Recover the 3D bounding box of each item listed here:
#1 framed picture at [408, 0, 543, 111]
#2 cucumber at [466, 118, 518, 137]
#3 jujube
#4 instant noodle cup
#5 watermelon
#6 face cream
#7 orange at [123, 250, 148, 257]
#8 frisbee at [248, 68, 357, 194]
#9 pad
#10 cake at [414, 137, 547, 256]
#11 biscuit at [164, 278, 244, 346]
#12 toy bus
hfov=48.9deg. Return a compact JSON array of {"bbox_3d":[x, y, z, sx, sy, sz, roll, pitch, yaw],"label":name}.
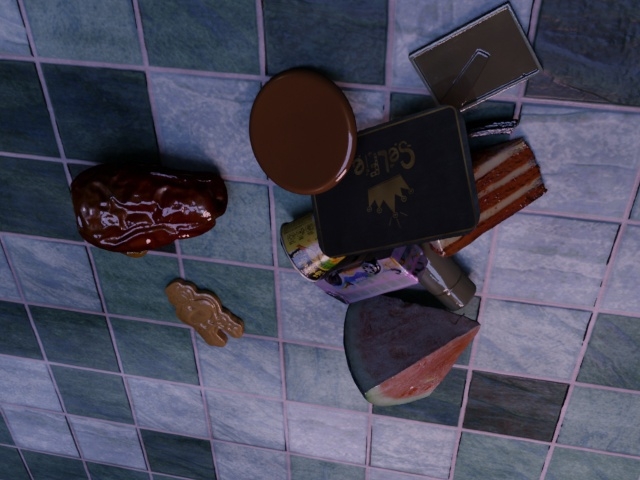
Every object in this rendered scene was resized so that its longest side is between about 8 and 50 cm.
[{"bbox_3d":[0.284,-0.326,1.293,0.203,0.015,0.150,-24,119,29],"label":"framed picture"},{"bbox_3d":[0.313,-0.216,1.360,0.134,0.033,0.034,-2,124,16],"label":"cucumber"},{"bbox_3d":[-0.377,-0.079,1.561,0.341,0.216,0.216,-6,127,4],"label":"jujube"},{"bbox_3d":[0.000,0.000,1.549,0.122,0.151,0.151,-31,115,25],"label":"instant noodle cup"},{"bbox_3d":[0.205,0.277,1.606,0.283,0.251,0.292,35,157,-32],"label":"watermelon"},{"bbox_3d":[0.202,0.016,1.552,0.341,0.084,0.137,44,136,-12],"label":"face cream"},{"bbox_3d":[-0.464,0.009,1.728,0.086,0.062,0.086,9,131,11],"label":"orange"},{"bbox_3d":[-0.040,-0.212,1.398,0.250,0.021,0.251,8,108,27],"label":"frisbee"},{"bbox_3d":[0.106,-0.137,1.356,0.375,0.063,0.315,-13,84,36],"label":"pad"},{"bbox_3d":[0.301,-0.084,1.388,0.261,0.160,0.158,-17,118,24],"label":"cake"},{"bbox_3d":[-0.309,0.190,1.851,0.144,0.040,0.236,-33,116,27],"label":"biscuit"},{"bbox_3d":[0.106,0.066,1.557,0.112,0.090,0.274,43,145,-19],"label":"toy bus"}]
